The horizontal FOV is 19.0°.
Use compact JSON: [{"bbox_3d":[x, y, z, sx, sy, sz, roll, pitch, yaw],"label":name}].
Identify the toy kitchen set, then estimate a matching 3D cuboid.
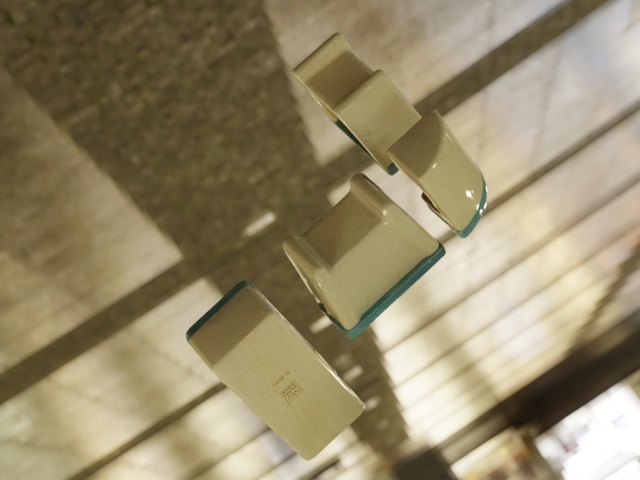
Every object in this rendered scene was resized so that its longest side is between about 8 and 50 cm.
[{"bbox_3d":[0.000,0.000,1.228,0.207,0.166,0.122,-42,134,-2],"label":"toy kitchen set"}]
